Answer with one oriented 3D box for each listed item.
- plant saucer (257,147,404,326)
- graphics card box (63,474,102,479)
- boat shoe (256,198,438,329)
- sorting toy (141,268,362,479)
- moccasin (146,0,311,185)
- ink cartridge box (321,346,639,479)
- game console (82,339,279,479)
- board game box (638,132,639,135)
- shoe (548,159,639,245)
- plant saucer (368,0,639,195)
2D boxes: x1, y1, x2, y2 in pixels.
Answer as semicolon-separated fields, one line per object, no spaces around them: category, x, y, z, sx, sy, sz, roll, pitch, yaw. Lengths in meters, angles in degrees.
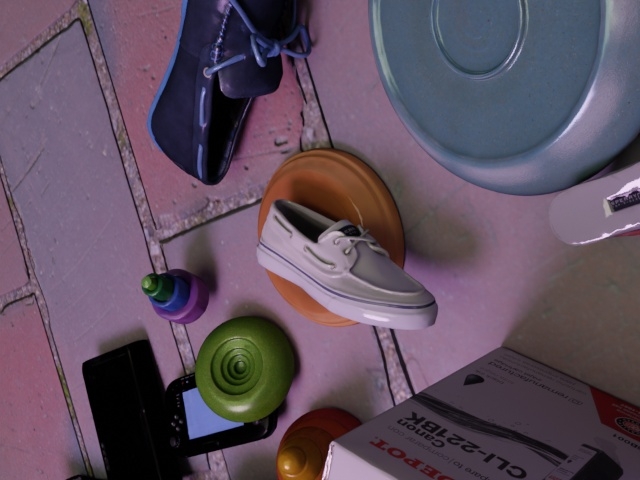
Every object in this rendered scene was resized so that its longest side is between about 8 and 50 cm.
plant saucer;0.000;0.000;0.906;0.199;0.037;0.200;11;108;38
graphics card box;-0.270;0.490;1.211;0.370;0.094;0.233;-1;98;41
boat shoe;0.018;0.018;0.813;0.226;0.083;0.076;21;114;36
sorting toy;-0.093;0.156;0.934;0.127;0.126;0.365;-46;66;2
moccasin;-0.080;-0.198;0.887;0.117;0.137;0.342;49;141;16
ink cartridge box;0.153;0.205;0.665;0.197;0.272;0.114;23;114;34
game console;-0.193;0.224;1.109;0.361;0.044;0.213;-24;79;39
board game box;0.234;-0.193;0.660;0.160;0.039;0.212;-31;80;40
shoe;0.270;-0.040;0.635;0.178;0.081;0.064;-18;88;44
plant saucer;0.140;-0.188;0.692;0.317;0.043;0.318;25;123;46
